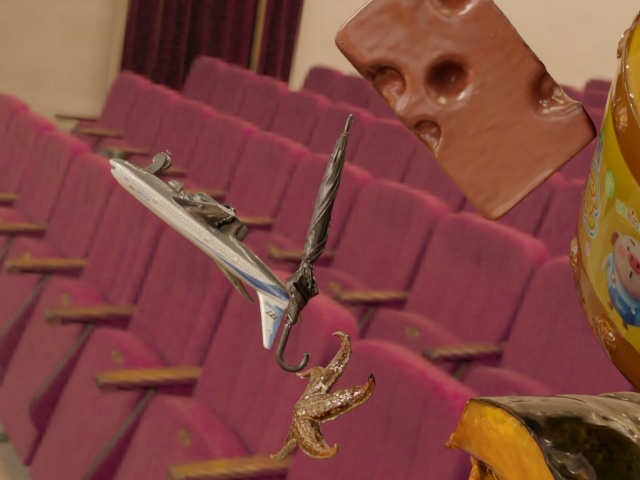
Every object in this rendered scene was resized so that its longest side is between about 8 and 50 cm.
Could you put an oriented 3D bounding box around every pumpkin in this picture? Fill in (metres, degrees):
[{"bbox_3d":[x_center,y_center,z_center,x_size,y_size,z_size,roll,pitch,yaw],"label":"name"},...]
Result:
[{"bbox_3d":[0.223,0.286,0.948,0.225,0.303,0.256,-2,32,-29],"label":"pumpkin"}]

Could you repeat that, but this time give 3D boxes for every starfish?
[{"bbox_3d":[-0.011,0.228,1.445,0.057,0.238,0.213,32,29,-18],"label":"starfish"}]

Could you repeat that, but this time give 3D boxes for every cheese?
[{"bbox_3d":[0.136,-0.118,0.914,0.177,0.128,0.203,53,10,22],"label":"cheese"}]

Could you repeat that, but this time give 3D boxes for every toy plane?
[{"bbox_3d":[-0.097,-0.005,0.959,0.226,0.058,0.226,47,-14,16],"label":"toy plane"}]

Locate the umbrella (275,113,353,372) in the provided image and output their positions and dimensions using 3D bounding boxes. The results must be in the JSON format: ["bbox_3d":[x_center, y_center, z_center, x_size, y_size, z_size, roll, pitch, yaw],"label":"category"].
[{"bbox_3d":[-0.005,-0.001,0.612,0.022,0.148,0.022,10,-9,0],"label":"umbrella"}]

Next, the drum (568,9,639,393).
[{"bbox_3d":[0.417,-0.030,0.850,0.431,0.214,0.431,-1,46,1],"label":"drum"}]
